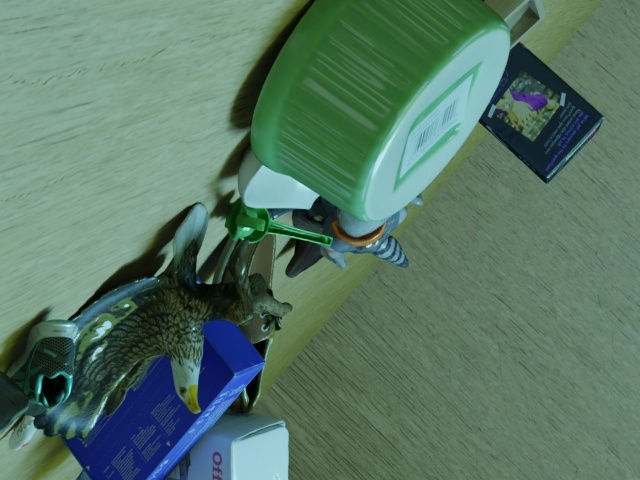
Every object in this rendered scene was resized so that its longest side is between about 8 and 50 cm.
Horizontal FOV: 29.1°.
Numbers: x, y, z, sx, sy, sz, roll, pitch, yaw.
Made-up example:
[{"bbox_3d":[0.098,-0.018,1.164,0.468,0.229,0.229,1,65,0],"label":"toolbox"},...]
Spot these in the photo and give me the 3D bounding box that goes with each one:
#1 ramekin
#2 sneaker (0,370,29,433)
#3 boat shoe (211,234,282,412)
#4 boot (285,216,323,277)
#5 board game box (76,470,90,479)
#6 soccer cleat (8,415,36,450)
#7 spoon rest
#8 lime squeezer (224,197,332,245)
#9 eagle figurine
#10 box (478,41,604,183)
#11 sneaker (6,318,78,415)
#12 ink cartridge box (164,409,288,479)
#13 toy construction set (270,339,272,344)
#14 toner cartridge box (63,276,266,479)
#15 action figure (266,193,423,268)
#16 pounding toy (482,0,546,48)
[{"bbox_3d":[0.076,-0.166,1.374,0.303,0.148,0.303,-46,162,-19],"label":"ramekin"},{"bbox_3d":[-0.379,0.202,1.248,0.118,0.083,0.222,-47,173,4],"label":"sneaker"},{"bbox_3d":[-0.103,0.113,1.844,0.111,0.104,0.307,-23,133,-53],"label":"boat shoe"},{"bbox_3d":[0.000,0.000,2.196,0.207,0.090,0.248,-53,173,29],"label":"boot"},{"bbox_3d":[-0.367,0.439,2.304,0.035,0.136,0.201,-38,169,-49],"label":"board game box"},{"bbox_3d":[-0.384,0.241,1.626,0.083,0.029,0.035,-48,164,-10],"label":"soccer cleat"},{"bbox_3d":[-0.038,-0.090,1.584,0.137,0.084,0.276,-47,173,2],"label":"spoon rest"},{"bbox_3d":[-0.080,-0.015,1.637,0.058,0.110,0.310,-61,165,4],"label":"lime squeezer"},{"bbox_3d":[-0.208,0.119,1.532,0.298,0.225,0.226,-19,134,14],"label":"eagle figurine"},{"bbox_3d":[0.337,-0.240,2.110,0.143,0.270,0.165,-47,173,7],"label":"box"},{"bbox_3d":[-0.310,0.160,1.374,0.065,0.076,0.166,1,142,-24],"label":"sneaker"},{"bbox_3d":[-0.206,0.369,1.908,0.131,0.306,0.226,-11,103,-50],"label":"ink cartridge box"},{"bbox_3d":[-0.157,0.256,2.030,0.215,0.327,0.151,-1,-174,32],"label":"toy construction set"},{"bbox_3d":[-0.236,0.227,1.774,0.075,0.165,0.348,-15,151,-53],"label":"toner cartridge box"},{"bbox_3d":[0.103,-0.055,1.874,0.341,0.178,0.330,-27,174,8],"label":"action figure"},{"bbox_3d":[0.216,-0.322,1.761,0.181,0.094,0.206,-42,163,6],"label":"pounding toy"}]
